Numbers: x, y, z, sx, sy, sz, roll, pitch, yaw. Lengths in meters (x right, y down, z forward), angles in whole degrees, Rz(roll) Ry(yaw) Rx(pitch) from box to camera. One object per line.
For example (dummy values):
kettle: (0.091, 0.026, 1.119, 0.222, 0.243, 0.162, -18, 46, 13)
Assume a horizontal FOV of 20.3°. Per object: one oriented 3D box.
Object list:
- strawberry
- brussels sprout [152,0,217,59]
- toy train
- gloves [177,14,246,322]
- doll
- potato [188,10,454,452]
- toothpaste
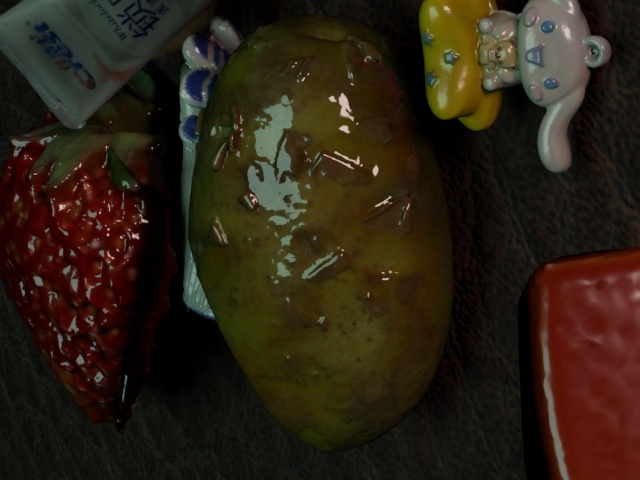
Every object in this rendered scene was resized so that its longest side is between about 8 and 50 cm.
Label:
strawberry: (-0.195, 0.031, 1.398, 0.233, 0.138, 0.306, -111, 29, -55)
brussels sprout: (-0.158, -0.218, 1.310, 0.183, 0.131, 0.145, 26, 126, 36)
toy train: (0.198, 0.063, 0.767, 0.369, 0.232, 0.163, 66, -162, -82)
gloves: (-0.065, -0.049, 1.282, 0.119, 0.097, 0.229, 26, 129, 48)
doll: (0.119, -0.104, 1.049, 0.113, 0.071, 0.135, -25, 89, 36)
potato: (0.000, 0.000, 1.166, 0.176, 0.141, 0.298, 5, 106, 38)
toothpaste: (-0.095, -0.189, 1.201, 0.323, 0.066, 0.100, -33, 105, 31)
